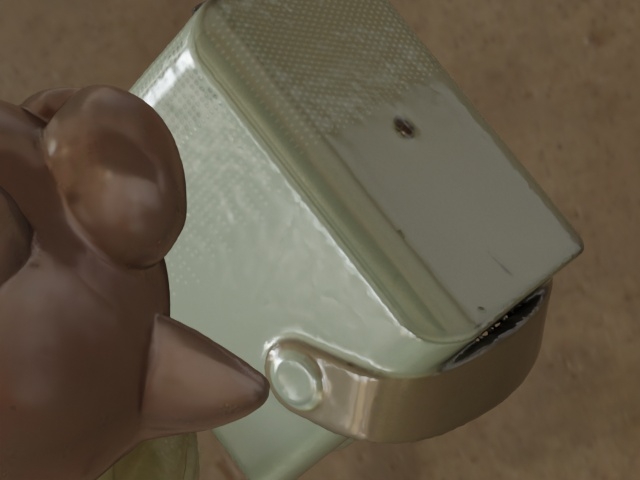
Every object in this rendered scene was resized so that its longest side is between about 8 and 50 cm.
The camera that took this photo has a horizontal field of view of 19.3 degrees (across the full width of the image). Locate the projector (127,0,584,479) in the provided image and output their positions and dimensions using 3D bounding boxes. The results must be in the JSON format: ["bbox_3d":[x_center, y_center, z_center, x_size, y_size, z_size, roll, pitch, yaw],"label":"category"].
[{"bbox_3d":[0.000,0.000,0.964,0.242,0.177,0.163,50,41,5],"label":"projector"}]

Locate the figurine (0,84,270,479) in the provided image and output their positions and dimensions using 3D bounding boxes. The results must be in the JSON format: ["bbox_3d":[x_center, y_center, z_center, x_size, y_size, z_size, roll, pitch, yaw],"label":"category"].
[{"bbox_3d":[-0.094,0.014,0.479,0.138,0.125,0.125,-6,51,38],"label":"figurine"}]

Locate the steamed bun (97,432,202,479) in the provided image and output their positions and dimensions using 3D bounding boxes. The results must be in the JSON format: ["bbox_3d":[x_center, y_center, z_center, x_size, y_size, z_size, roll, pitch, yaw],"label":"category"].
[{"bbox_3d":[-0.171,0.189,1.092,0.276,0.203,0.289,7,85,63],"label":"steamed bun"}]
